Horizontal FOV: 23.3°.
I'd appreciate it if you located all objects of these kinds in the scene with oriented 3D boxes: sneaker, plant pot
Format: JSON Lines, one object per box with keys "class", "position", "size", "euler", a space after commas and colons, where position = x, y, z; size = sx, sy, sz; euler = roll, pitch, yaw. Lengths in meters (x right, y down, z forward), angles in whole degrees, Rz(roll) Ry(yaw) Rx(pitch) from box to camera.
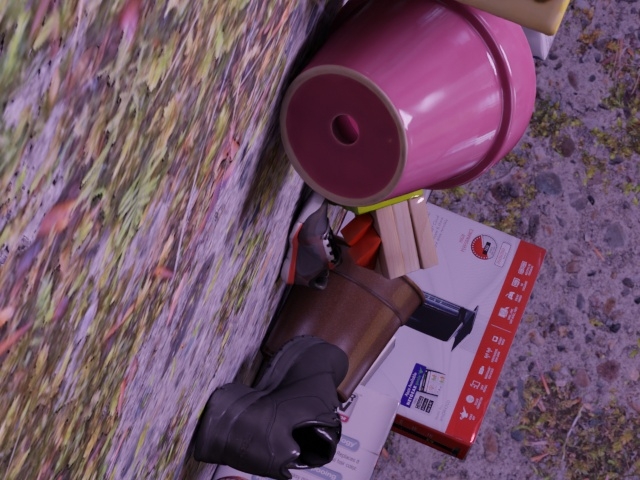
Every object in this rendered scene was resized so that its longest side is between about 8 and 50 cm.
{"class": "sneaker", "position": [0.000, 0.000, 1.761], "size": [0.158, 0.064, 0.061], "euler": [105, 9, -54]}
{"class": "sneaker", "position": [-0.026, 0.196, 1.718], "size": [0.286, 0.130, 0.109], "euler": [-35, 142, -58]}
{"class": "plant pot", "position": [0.064, -0.121, 1.366], "size": [0.180, 0.201, 0.201], "euler": [-37, 153, -48]}
{"class": "plant pot", "position": [0.020, 0.102, 1.927], "size": [0.165, 0.167, 0.167], "euler": [-59, 173, -14]}

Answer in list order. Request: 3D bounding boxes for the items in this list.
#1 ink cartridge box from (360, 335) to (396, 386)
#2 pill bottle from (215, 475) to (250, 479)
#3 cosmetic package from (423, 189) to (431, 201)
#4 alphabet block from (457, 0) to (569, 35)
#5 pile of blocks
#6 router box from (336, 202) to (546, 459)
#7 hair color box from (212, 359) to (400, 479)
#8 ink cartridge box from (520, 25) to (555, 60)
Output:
{"class": "ink cartridge box", "position": [0.022, 0.133, 2.160], "size": [0.090, 0.143, 0.092], "euler": [-52, 170, -8]}
{"class": "pill bottle", "position": [-0.113, 0.327, 1.839], "size": [0.152, 0.086, 0.086], "euler": [39, 73, -85]}
{"class": "cosmetic package", "position": [0.106, -0.134, 1.961], "size": [0.238, 0.127, 0.107], "euler": [-60, 169, -66]}
{"class": "alphabet block", "position": [0.140, -0.304, 1.249], "size": [0.193, 0.197, 0.192], "euler": [-59, 170, -59]}
{"class": "pile of blocks", "position": [0.047, -0.108, 1.681], "size": [0.112, 0.149, 0.362], "euler": [-18, 131, -21]}
{"class": "router box", "position": [0.136, 0.112, 2.286], "size": [0.082, 0.301, 0.336], "euler": [101, 11, -65]}
{"class": "hair color box", "position": [-0.052, 0.348, 1.982], "size": [0.113, 0.185, 0.375], "euler": [90, 22, -74]}
{"class": "ink cartridge box", "position": [0.260, -0.453, 1.829], "size": [0.396, 0.151, 0.270], "euler": [-65, 161, -16]}
